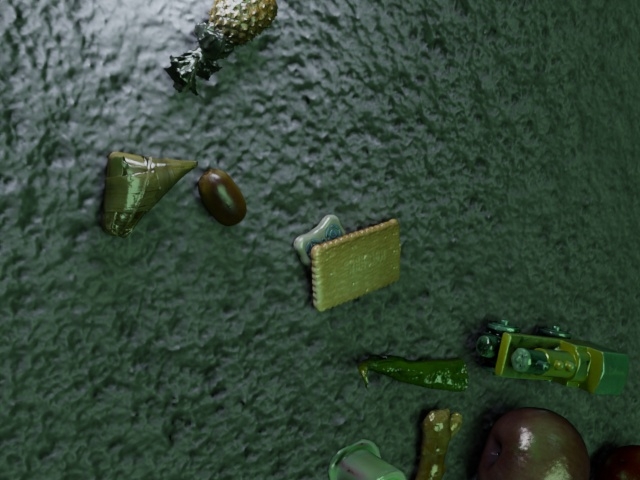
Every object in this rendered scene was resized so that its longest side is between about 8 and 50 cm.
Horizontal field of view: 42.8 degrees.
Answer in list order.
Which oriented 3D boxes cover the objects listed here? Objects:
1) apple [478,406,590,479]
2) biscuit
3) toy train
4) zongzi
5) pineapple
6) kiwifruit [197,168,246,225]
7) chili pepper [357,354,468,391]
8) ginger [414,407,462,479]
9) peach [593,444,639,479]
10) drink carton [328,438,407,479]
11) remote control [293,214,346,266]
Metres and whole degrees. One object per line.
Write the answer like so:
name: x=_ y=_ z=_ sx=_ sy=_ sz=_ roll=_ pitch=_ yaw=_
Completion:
apple: x=0.530 y=0.573 z=2.050 sx=0.235 sy=0.306 sz=0.305 roll=20 pitch=85 yaw=-8
biscuit: x=0.081 y=0.052 z=1.811 sx=0.250 sy=0.030 sz=0.160 roll=-20 pitch=118 yaw=-33
toy train: x=0.567 y=0.297 z=2.055 sx=0.369 sy=0.237 sz=0.150 roll=9 pitch=94 yaw=-33
zongzi: x=-0.320 y=-0.080 z=1.533 sx=0.176 sy=0.078 sz=0.160 roll=4 pitch=100 yaw=-36
pineapple: x=-0.193 y=-0.381 z=1.555 sx=0.251 sy=0.125 sz=0.125 roll=-50 pitch=119 yaw=-11
kiwifruit: x=-0.193 y=-0.083 z=1.614 sx=0.075 sy=0.075 sz=0.124 roll=-39 pitch=119 yaw=-22
chili pepper: x=0.214 y=0.314 z=1.929 sx=0.359 sy=0.076 sz=0.085 roll=8 pitch=73 yaw=-37
ginger: x=0.263 y=0.553 z=2.002 sx=0.118 sy=0.065 sz=0.299 roll=20 pitch=89 yaw=-29
peach: x=0.892 y=0.713 z=2.347 sx=0.243 sy=0.199 sz=0.243 roll=-2 pitch=95 yaw=-23
drink carton: x=0.117 y=0.550 z=1.862 sx=0.146 sy=0.142 sz=0.144 roll=-18 pitch=105 yaw=-28
remote control: x=0.000 y=0.000 z=1.771 sx=0.122 sy=0.032 sz=0.074 roll=-38 pitch=116 yaw=-22
